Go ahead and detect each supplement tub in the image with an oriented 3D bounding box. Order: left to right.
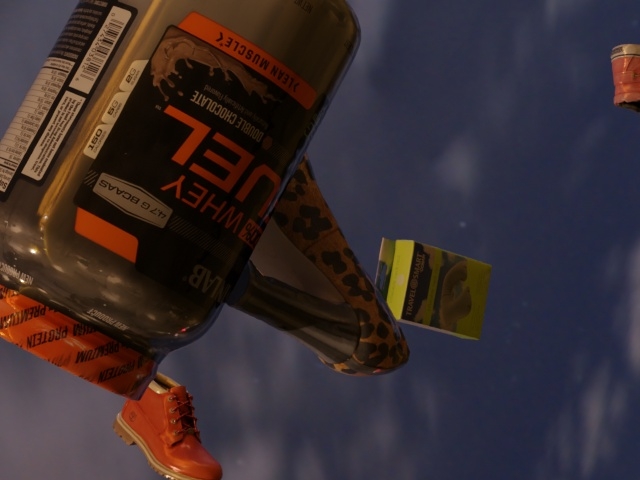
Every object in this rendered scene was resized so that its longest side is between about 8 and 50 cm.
[{"bbox_3d":[-0.129,-0.064,1.049,0.207,0.207,0.338,34,-99,-50],"label":"supplement tub"}]

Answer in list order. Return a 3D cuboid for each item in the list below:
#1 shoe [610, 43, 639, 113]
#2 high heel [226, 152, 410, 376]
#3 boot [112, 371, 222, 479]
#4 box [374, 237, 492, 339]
[{"bbox_3d":[0.463,-0.205,1.827,0.178,0.063,0.081,5,-100,-19],"label":"shoe"},{"bbox_3d":[0.000,0.000,1.245,0.186,0.093,0.261,29,-140,-28],"label":"high heel"},{"bbox_3d":[-0.153,0.203,1.482,0.059,0.158,0.084,11,-70,-56],"label":"boot"},{"bbox_3d":[0.151,0.065,1.862,0.178,0.042,0.109,16,-99,-39],"label":"box"}]
